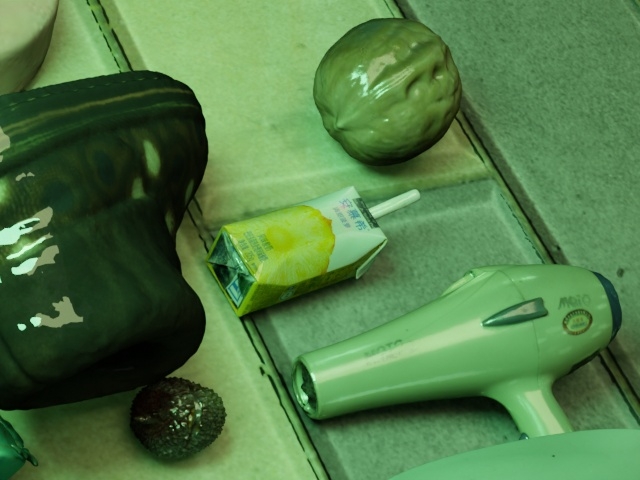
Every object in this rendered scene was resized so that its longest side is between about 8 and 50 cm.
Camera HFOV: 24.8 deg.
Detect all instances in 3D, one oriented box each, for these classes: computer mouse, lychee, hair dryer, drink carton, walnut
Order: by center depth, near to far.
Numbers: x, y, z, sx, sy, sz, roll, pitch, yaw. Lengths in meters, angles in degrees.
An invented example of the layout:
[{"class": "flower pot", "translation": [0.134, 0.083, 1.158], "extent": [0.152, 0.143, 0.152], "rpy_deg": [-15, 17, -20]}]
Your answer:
[{"class": "computer mouse", "translation": [0.164, 0.231, 1.133], "extent": [0.288, 0.097, 0.159], "rpy_deg": [-12, 63, -4]}, {"class": "lychee", "translation": [-0.115, 0.140, 1.161], "extent": [0.083, 0.068, 0.067], "rpy_deg": [10, 49, -38]}, {"class": "hair dryer", "translation": [0.122, 0.152, 1.243], "extent": [0.296, 0.119, 0.298], "rpy_deg": [5, 65, -11]}, {"class": "drink carton", "translation": [0.000, 0.000, 1.313], "extent": [0.200, 0.074, 0.084], "rpy_deg": [-17, 63, -33]}, {"class": "walnut", "translation": [0.067, -0.147, 1.419], "extent": [0.140, 0.140, 0.162], "rpy_deg": [43, 60, 13]}]

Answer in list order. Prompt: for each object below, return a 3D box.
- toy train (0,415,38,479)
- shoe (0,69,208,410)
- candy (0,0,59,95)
[{"class": "toy train", "translation": [-0.309, 0.118, 1.035], "extent": [0.112, 0.163, 0.203], "rpy_deg": [-40, 75, -3]}, {"class": "shoe", "translation": [-0.173, 0.001, 1.150], "extent": [0.237, 0.171, 0.384], "rpy_deg": [68, 17, -3]}, {"class": "candy", "translation": [-0.356, -0.227, 1.333], "extent": [0.255, 0.094, 0.255], "rpy_deg": [11, 50, -13]}]
